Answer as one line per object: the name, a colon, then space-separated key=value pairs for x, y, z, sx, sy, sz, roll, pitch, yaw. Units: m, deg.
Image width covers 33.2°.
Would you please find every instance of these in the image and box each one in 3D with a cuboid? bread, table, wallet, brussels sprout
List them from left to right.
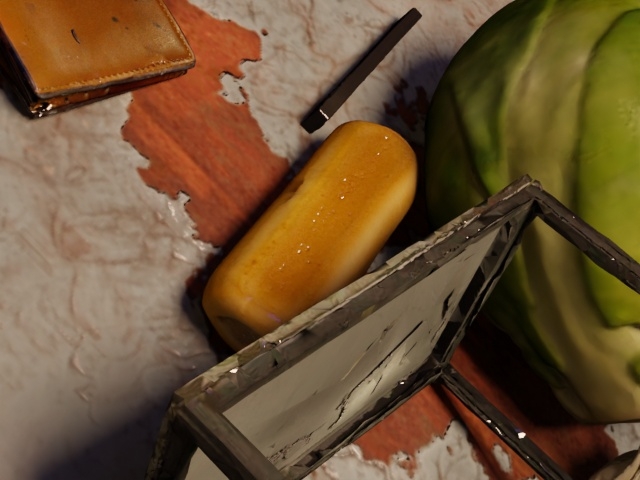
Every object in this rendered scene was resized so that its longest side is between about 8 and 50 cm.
wallet: x=-0.200 y=-0.191 z=0.814 sx=0.161 sy=0.042 sz=0.195 roll=-26 pitch=80 yaw=-45
bread: x=0.000 y=0.000 z=0.825 sx=0.093 sy=0.074 sz=0.239 roll=33 pitch=48 yaw=4
table: x=0.099 y=0.171 z=0.655 sx=0.272 sy=0.222 sz=0.335 roll=42 pitch=46 yaw=20
brussels sprout: x=0.237 y=-0.037 z=0.877 sx=0.315 sy=0.276 sz=0.371 roll=33 pitch=44 yaw=-57

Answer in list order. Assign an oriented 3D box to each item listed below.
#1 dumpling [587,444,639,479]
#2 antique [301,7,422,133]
dumpling: x=0.269 y=0.239 z=0.864 sx=0.136 sy=0.118 sz=0.199 roll=-5 pitch=104 yaw=-47
antique: x=0.040 y=-0.157 z=0.966 sx=0.015 sy=0.031 sz=0.192 roll=45 pitch=49 yaw=-7
